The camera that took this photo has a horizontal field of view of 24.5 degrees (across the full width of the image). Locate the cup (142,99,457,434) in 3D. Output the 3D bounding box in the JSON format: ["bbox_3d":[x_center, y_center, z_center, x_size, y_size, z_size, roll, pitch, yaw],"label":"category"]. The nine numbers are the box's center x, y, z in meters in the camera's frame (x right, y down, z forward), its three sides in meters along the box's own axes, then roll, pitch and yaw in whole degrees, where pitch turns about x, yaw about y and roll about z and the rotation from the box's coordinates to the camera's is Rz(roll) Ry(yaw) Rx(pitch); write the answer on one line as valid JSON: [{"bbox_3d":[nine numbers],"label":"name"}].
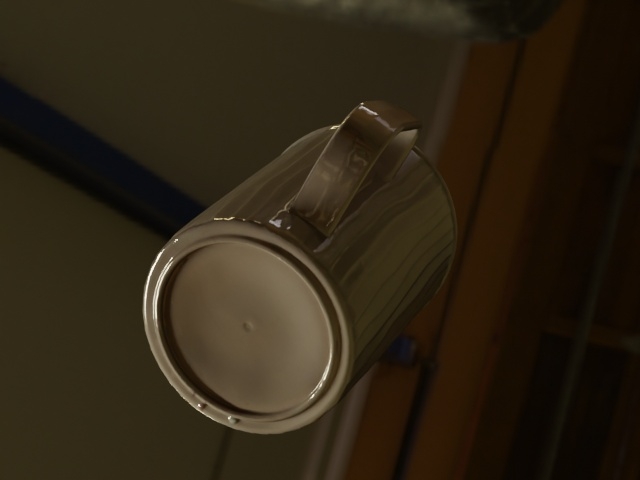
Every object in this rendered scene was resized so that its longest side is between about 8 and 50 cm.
[{"bbox_3d":[0.010,0.016,1.327,0.208,0.288,0.273,57,-149,-5],"label":"cup"}]
